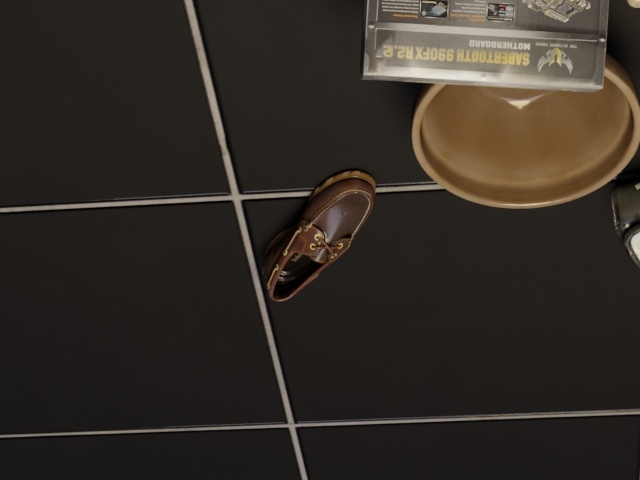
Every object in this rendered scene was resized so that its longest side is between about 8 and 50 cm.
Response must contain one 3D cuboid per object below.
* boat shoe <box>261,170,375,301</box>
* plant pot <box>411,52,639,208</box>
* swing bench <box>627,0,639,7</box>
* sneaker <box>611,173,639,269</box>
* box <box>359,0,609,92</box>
[{"bbox_3d":[0.000,0.000,1.867,0.073,0.073,0.207,22,136,-21],"label":"boat shoe"},{"bbox_3d":[0.213,-0.149,1.643,0.237,0.109,0.237,2,142,1],"label":"plant pot"},{"bbox_3d":[0.387,-0.300,1.344,0.253,0.254,0.165,13,133,-14],"label":"swing bench"},{"bbox_3d":[0.448,-0.064,1.688,0.258,0.169,0.447,-3,143,4],"label":"sneaker"},{"bbox_3d":[0.157,-0.238,1.489,0.231,0.183,0.056,3,-178,-1],"label":"box"}]
